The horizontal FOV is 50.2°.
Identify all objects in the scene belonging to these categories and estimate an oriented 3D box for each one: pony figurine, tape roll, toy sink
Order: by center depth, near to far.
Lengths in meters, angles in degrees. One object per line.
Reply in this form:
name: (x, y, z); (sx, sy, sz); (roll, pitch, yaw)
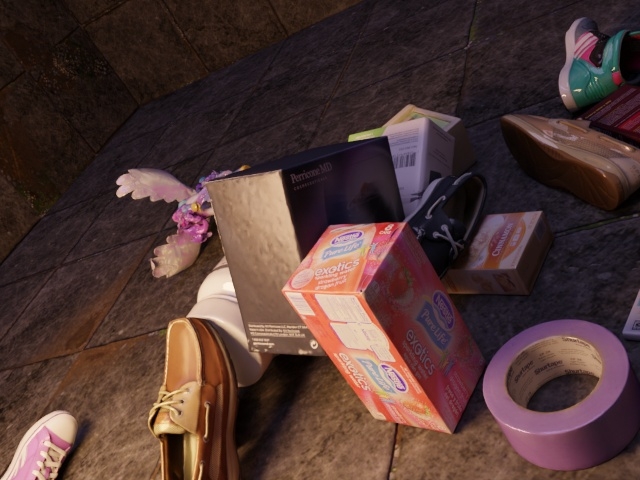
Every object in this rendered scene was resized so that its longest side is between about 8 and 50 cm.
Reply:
tape roll: (0.318, 0.199, 0.901); (0.189, 0.080, 0.189); (-24, 29, 15)
toy sink: (0.210, -0.212, 1.567); (0.152, 0.131, 0.234); (-40, 35, -13)
pony figurine: (-0.322, -0.086, 1.848); (0.363, 0.303, 0.351); (-18, 0, 33)

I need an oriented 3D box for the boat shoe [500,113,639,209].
boat shoe: (0.471, -0.167, 1.284); (0.110, 0.122, 0.341); (-32, 38, -7)

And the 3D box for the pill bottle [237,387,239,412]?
pill bottle: (-0.190, 0.315, 1.240); (0.078, 0.078, 0.137); (-23, 30, 19)

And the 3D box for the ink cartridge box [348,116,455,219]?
ink cartridge box: (0.146, -0.083, 1.357); (0.198, 0.114, 0.273); (-6, 69, 41)

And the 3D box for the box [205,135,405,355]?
box: (0.000, 0.000, 1.145); (0.182, 0.294, 0.296); (-6, 13, 40)

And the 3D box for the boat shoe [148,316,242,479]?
boat shoe: (-0.206, 0.283, 1.091); (0.122, 0.120, 0.324); (-22, 72, 33)

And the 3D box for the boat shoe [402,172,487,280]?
boat shoe: (0.208, -0.018, 1.170); (0.091, 0.114, 0.303); (-16, 35, 41)

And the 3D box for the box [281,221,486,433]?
box: (0.102, 0.128, 0.998); (0.154, 0.300, 0.142); (-2, 42, 45)

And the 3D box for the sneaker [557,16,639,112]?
sneaker: (0.624, -0.411, 1.478); (0.178, 0.124, 0.296); (-14, 41, 40)

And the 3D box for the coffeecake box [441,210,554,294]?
coffeecake box: (0.295, 0.023, 1.208); (0.185, 0.068, 0.142); (-3, 41, 44)

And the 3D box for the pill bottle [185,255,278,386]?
pill bottle: (-0.109, 0.096, 1.328); (0.204, 0.204, 0.361); (-12, 29, 34)

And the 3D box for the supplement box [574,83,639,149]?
supplement box: (0.598, -0.205, 1.245); (0.130, 0.073, 0.239); (-35, 29, -4)

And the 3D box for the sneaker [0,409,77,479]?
sneaker: (-0.550, 0.480, 1.345); (0.161, 0.102, 0.282); (4, 56, 44)

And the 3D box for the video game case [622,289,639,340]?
video game case: (0.516, 0.087, 0.938); (0.157, 0.019, 0.143); (0, 42, 47)
